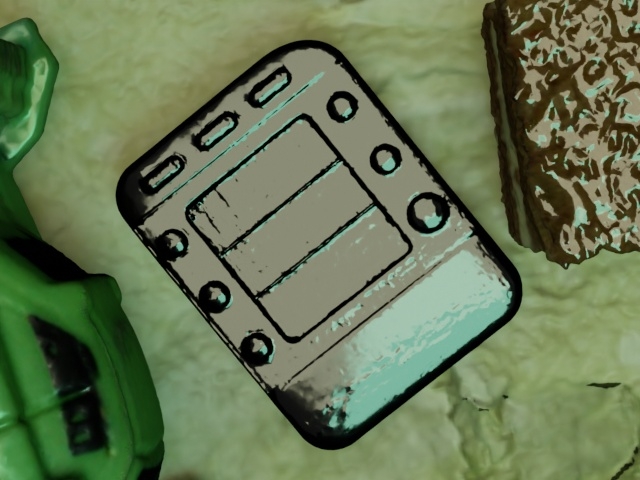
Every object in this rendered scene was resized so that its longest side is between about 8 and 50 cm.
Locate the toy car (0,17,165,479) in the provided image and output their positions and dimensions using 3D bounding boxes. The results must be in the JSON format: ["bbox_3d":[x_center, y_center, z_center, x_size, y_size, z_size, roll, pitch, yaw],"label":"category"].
[{"bbox_3d":[-0.164,0.079,0.753,0.176,0.213,0.358,-23,87,4],"label":"toy car"}]

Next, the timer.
[{"bbox_3d":[0.000,0.000,0.825,0.144,0.055,0.187,-38,94,7],"label":"timer"}]

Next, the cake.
[{"bbox_3d":[0.150,-0.064,0.762,0.135,0.147,0.135,-8,93,6],"label":"cake"}]
